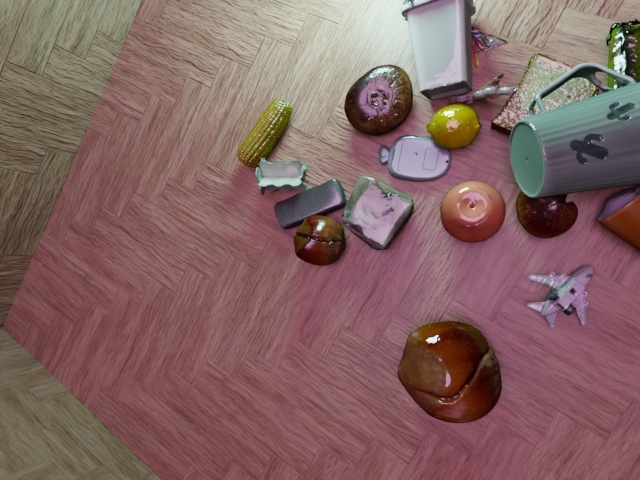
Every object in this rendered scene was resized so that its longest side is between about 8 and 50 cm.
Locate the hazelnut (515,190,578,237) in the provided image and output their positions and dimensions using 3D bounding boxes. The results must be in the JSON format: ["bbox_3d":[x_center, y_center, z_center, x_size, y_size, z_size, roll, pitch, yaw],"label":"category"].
[{"bbox_3d":[0.790,-0.108,1.463,0.178,0.178,0.204,-37,70,15],"label":"hazelnut"}]

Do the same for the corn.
[{"bbox_3d":[-0.249,-0.490,1.885,0.131,0.131,0.344,40,100,17],"label":"corn"}]

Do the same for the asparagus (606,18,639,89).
[{"bbox_3d":[1.051,-0.562,1.413,0.128,0.108,0.382,2,85,24],"label":"asparagus"}]

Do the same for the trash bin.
[{"bbox_3d":[0.454,-0.747,1.560,0.255,0.296,0.368,-4,93,27],"label":"trash bin"}]

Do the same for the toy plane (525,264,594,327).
[{"bbox_3d":[0.868,0.184,1.454,0.251,0.101,0.255,43,102,5],"label":"toy plane"}]

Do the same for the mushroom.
[{"bbox_3d":[0.234,-0.581,1.696,0.297,0.163,0.278,-43,75,15],"label":"mushroom"}]

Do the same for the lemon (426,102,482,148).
[{"bbox_3d":[0.508,-0.436,1.583,0.206,0.173,0.173,-1,87,26],"label":"lemon"}]

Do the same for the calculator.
[{"bbox_3d":[0.378,-0.337,1.692,0.298,0.041,0.186,12,91,19],"label":"calculator"}]

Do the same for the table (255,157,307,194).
[{"bbox_3d":[-0.166,-0.287,1.838,0.198,0.166,0.167,1,88,12],"label":"table"}]

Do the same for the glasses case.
[{"bbox_3d":[-0.047,-0.157,1.823,0.323,0.074,0.131,-21,81,18],"label":"glasses case"}]

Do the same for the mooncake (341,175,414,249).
[{"bbox_3d":[0.225,-0.110,1.688,0.250,0.136,0.254,33,93,17],"label":"mooncake"}]

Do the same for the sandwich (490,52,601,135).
[{"bbox_3d":[0.823,-0.495,1.509,0.271,0.099,0.301,31,97,12],"label":"sandwich"}]

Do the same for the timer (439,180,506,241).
[{"bbox_3d":[0.559,-0.105,1.527,0.229,0.215,0.230,-3,80,18],"label":"timer"}]

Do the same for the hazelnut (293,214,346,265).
[{"bbox_3d":[0.000,0.000,1.744,0.181,0.181,0.212,11,81,34],"label":"hazelnut"}]

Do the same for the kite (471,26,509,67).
[{"bbox_3d":[0.617,-0.777,1.644,0.241,0.014,0.183,-9,85,18],"label":"kite"}]

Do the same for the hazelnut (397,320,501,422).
[{"bbox_3d":[0.465,0.464,1.488,0.372,0.315,0.372,2,76,-8],"label":"hazelnut"}]

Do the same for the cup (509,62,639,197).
[{"bbox_3d":[0.845,-0.336,1.340,0.392,0.310,0.401,-12,51,5],"label":"cup"}]

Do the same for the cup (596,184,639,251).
[{"bbox_3d":[1.086,-0.068,1.360,0.226,0.182,0.264,-43,81,4],"label":"cup"}]

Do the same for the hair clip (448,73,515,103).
[{"bbox_3d":[0.597,-0.547,1.533,0.257,0.146,0.075,-1,109,59],"label":"hair clip"}]
